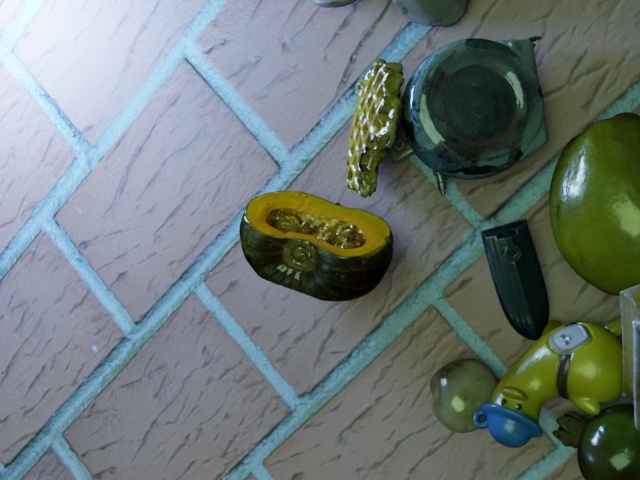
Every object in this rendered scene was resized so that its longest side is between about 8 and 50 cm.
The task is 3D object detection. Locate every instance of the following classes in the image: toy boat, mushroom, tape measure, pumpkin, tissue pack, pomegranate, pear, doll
[{"bbox_3d":[0.378,0.077,1.560,0.093,0.103,0.246,-17,99,9],"label":"toy boat"},{"bbox_3d":[0.280,0.299,1.585,0.148,0.112,0.147,1,73,-3],"label":"mushroom"},{"bbox_3d":[0.288,-0.242,1.526,0.275,0.147,0.256,-8,86,-4],"label":"tape measure"},{"bbox_3d":[0.000,0.000,1.660,0.317,0.222,0.139,14,124,23],"label":"pumpkin"},{"bbox_3d":[0.157,-0.204,1.667,0.063,0.035,0.083,-33,77,21],"label":"tissue pack"},{"bbox_3d":[0.524,0.364,1.457,0.210,0.179,0.179,40,106,25],"label":"pomegranate"},{"bbox_3d":[0.517,-0.057,1.403,0.253,0.253,0.307,-20,87,22],"label":"pear"},{"bbox_3d":[0.438,0.244,1.495,0.363,0.145,0.199,-31,45,5],"label":"doll"}]

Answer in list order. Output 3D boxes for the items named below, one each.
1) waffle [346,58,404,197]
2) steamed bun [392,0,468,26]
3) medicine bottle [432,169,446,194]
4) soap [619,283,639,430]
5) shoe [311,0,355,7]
[{"bbox_3d":[0.101,-0.220,1.590,0.051,0.291,0.291,10,96,-12],"label":"waffle"},{"bbox_3d":[0.196,-0.540,1.582,0.211,0.144,0.217,27,101,21],"label":"steamed bun"},{"bbox_3d":[0.228,-0.189,1.625,0.058,0.058,0.199,-9,87,23],"label":"medicine bottle"},{"bbox_3d":[0.610,0.162,1.317,0.259,0.281,0.143,-19,42,-2],"label":"soap"},{"bbox_3d":[0.003,-0.651,1.632,0.172,0.198,0.350,1,91,24],"label":"shoe"}]
